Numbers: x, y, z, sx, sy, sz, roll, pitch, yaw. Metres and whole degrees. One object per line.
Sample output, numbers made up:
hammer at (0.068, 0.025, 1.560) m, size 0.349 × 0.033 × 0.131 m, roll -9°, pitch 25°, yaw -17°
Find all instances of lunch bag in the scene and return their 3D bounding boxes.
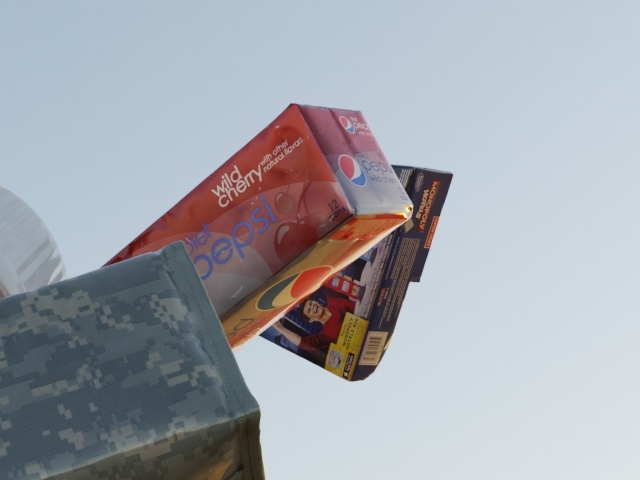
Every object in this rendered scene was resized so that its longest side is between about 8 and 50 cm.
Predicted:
lunch bag at (-0.153, 0.174, 0.907) m, size 0.235 × 0.169 × 0.287 m, roll -16°, pitch -43°, yaw -13°

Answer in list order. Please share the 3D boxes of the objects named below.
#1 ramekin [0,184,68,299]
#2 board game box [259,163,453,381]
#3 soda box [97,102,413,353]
ramekin at (-0.301, 0.041, 1.287) m, size 0.207 × 0.207 × 0.109 m, roll -27°, pitch 13°, yaw 32°
board game box at (0.000, 0.000, 1.415) m, size 0.194 × 0.194 × 0.060 m, roll 25°, pitch 12°, yaw 38°
soda box at (-0.065, 0.016, 1.112) m, size 0.263 × 0.092 × 0.083 m, roll -38°, pitch -20°, yaw 28°
